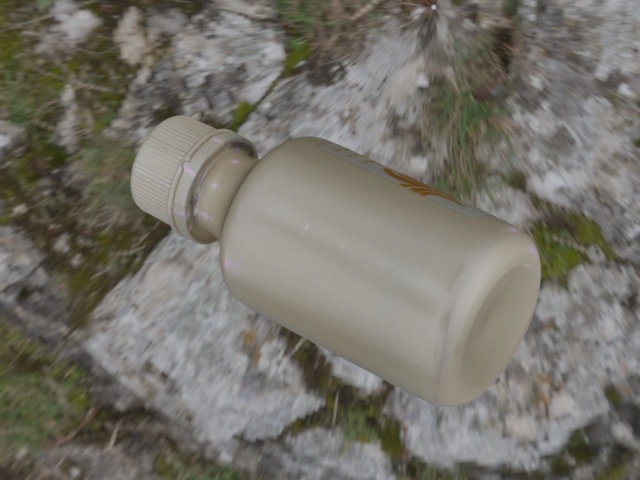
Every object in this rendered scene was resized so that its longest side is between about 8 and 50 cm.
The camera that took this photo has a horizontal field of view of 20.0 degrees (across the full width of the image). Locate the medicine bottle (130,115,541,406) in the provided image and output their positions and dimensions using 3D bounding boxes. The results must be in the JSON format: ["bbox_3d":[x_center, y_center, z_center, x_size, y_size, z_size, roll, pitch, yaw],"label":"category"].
[{"bbox_3d":[0.000,0.000,1.078,0.252,0.114,0.114,26,99,27],"label":"medicine bottle"}]
